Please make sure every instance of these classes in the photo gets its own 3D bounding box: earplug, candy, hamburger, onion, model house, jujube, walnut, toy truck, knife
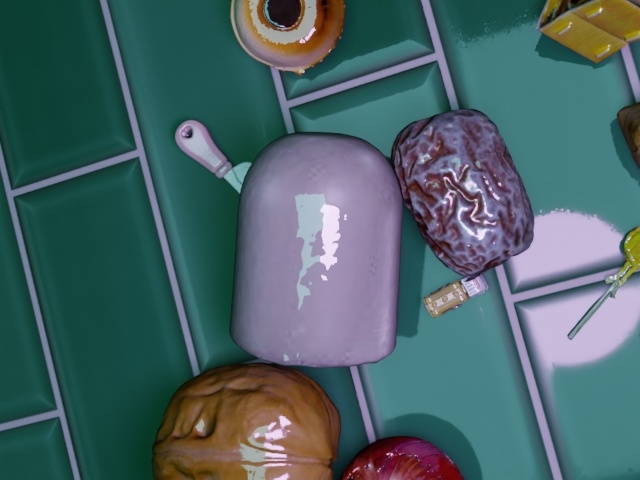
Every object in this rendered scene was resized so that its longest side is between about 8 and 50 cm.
[{"bbox_3d":[0.000,0.000,1.571,0.312,0.312,0.394,7,100,14],"label":"earplug"},{"bbox_3d":[0.547,0.084,1.597,0.077,0.073,0.262,45,107,29],"label":"candy"},{"bbox_3d":[-0.062,-0.450,1.702,0.237,0.147,0.237,0,95,3],"label":"hamburger"},{"bbox_3d":[0.155,0.503,1.596,0.276,0.276,0.276,0,90,14],"label":"onion"},{"bbox_3d":[0.558,-0.496,1.566,0.300,0.340,0.323,21,125,-25],"label":"model house"},{"bbox_3d":[0.264,-0.089,1.588,0.226,0.226,0.317,-22,86,13],"label":"jujube"},{"bbox_3d":[-0.143,0.407,1.620,0.398,0.308,0.354,-14,58,34],"label":"walnut"},{"bbox_3d":[0.261,0.104,1.659,0.123,0.063,0.052,-30,82,12],"label":"toy truck"},{"bbox_3d":[-0.167,-0.132,1.789,0.336,0.043,0.081,42,92,4],"label":"knife"}]

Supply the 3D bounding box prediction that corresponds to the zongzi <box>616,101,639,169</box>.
[{"bbox_3d":[0.710,-0.151,1.531,0.274,0.145,0.300,-26,100,7],"label":"zongzi"}]
